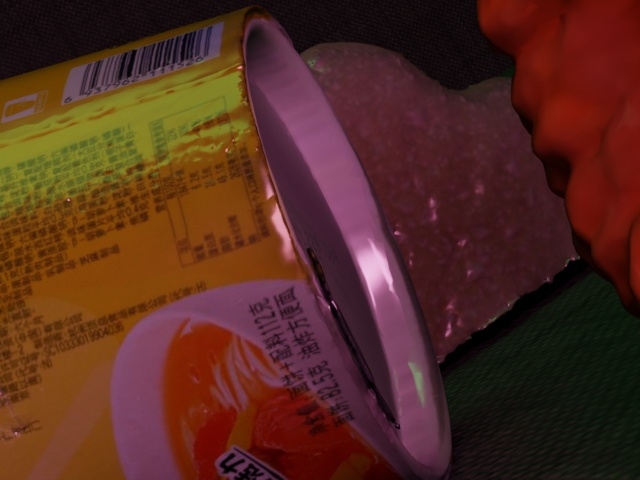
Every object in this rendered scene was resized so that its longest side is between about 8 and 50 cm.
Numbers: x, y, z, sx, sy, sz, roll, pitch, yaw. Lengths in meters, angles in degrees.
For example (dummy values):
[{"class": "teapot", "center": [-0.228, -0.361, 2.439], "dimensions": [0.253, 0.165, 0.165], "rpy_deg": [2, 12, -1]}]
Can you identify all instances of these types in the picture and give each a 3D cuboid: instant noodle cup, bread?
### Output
[{"class": "instant noodle cup", "center": [-0.075, 0.036, 0.733], "dimensions": [0.200, 0.264, 0.264], "rpy_deg": [-22, 6, 10]}, {"class": "bread", "center": [-0.001, 0.003, 0.966], "dimensions": [0.337, 0.183, 0.102], "rpy_deg": [-33, -3, -24]}]

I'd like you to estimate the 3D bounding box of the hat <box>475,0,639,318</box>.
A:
[{"class": "hat", "center": [0.235, -0.137, 0.465], "dimensions": [0.400, 0.285, 0.285], "rpy_deg": [-22, 1, -21]}]
